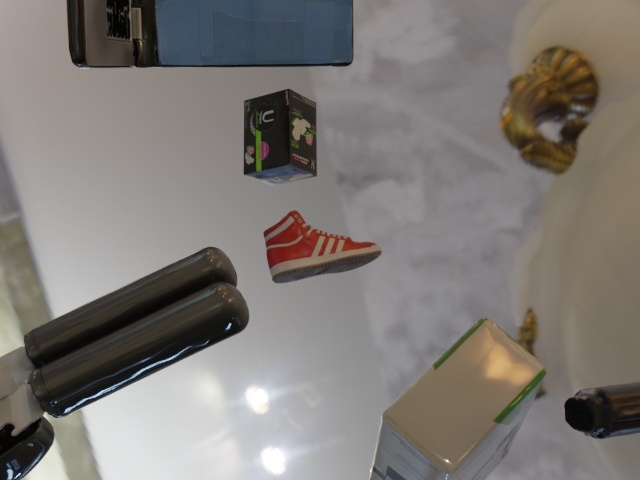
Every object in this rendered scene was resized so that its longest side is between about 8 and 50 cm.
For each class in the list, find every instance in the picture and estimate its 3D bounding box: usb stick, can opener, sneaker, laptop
[{"bbox_3d":[0.353,0.137,1.045,0.077,0.277,0.045,174,-90,-74],"label":"usb stick"},{"bbox_3d":[-0.179,0.097,0.860,0.093,0.280,0.074,55,8,-48],"label":"can opener"},{"bbox_3d":[0.000,0.000,1.185,0.042,0.118,0.067,119,-42,-60],"label":"sneaker"},{"bbox_3d":[-0.078,-0.346,1.048,0.236,0.408,0.382,-1,-82,-1],"label":"laptop"}]

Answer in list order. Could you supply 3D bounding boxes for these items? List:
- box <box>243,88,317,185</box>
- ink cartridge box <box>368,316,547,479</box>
[{"bbox_3d":[-0.042,-0.106,1.228,0.062,0.052,0.083,-11,-108,33],"label":"box"},{"bbox_3d":[0.131,0.195,1.178,0.087,0.153,0.208,40,-26,20],"label":"ink cartridge box"}]
